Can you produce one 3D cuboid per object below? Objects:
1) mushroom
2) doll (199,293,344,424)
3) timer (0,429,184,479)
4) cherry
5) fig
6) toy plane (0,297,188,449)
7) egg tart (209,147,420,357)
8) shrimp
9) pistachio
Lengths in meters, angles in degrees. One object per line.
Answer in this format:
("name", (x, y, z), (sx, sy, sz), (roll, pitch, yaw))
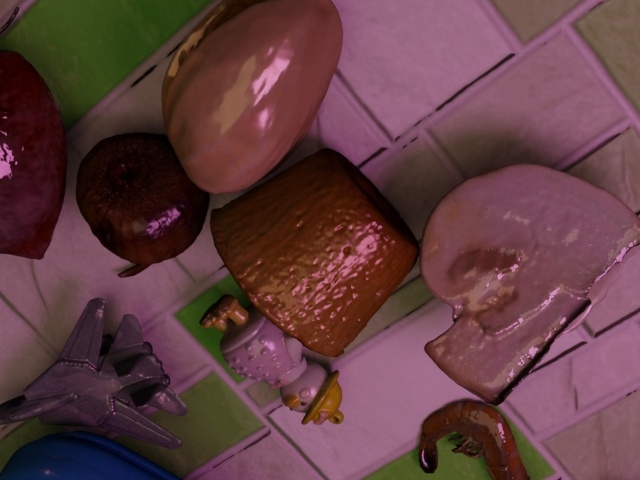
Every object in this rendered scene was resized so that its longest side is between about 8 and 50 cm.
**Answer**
("mushroom", (0.195, 0.031, 0.982), (0.173, 0.162, 0.236), (43, 98, 18))
("doll", (-0.048, 0.140, 1.102), (0.207, 0.081, 0.129), (44, 134, -13))
("timer", (-0.257, 0.381, 1.203), (0.340, 0.115, 0.309), (32, 131, -9))
("cherry", (-0.351, -0.088, 1.003), (0.192, 0.175, 0.250), (-22, 108, 5))
("fig", (-0.183, -0.014, 1.044), (0.133, 0.146, 0.201), (-18, 141, -12))
("toy plane", (-0.302, 0.181, 1.172), (0.267, 0.088, 0.212), (-16, 110, 26))
("egg tart", (0.000, 0.000, 0.979), (0.147, 0.202, 0.202), (-43, 101, 11))
("shrimp", (0.183, 0.272, 1.146), (0.124, 0.034, 0.178), (-19, 108, 21))
("pistachio", (-0.064, -0.152, 0.932), (0.157, 0.157, 0.229), (33, 109, -5))
